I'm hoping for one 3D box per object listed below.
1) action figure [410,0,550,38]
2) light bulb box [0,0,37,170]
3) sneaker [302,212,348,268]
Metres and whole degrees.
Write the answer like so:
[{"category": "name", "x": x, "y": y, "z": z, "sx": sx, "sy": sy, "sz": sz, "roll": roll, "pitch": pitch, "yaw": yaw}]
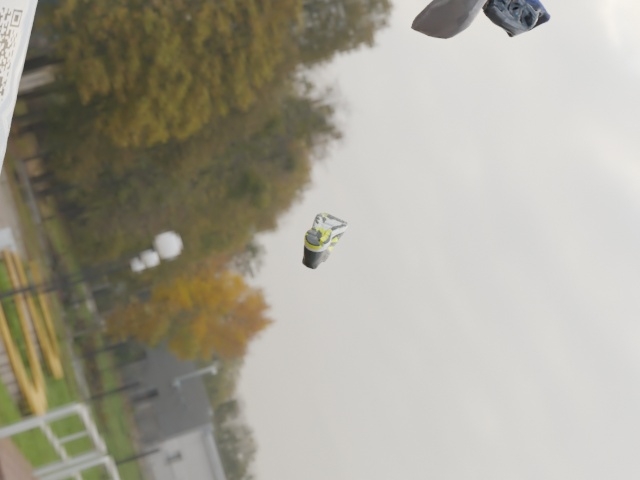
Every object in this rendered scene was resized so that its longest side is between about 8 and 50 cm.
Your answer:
[{"category": "action figure", "x": 0.098, "y": -0.269, "z": 0.786, "sx": 0.341, "sy": 0.178, "sz": 0.330, "roll": 47, "pitch": 33, "yaw": -26}, {"category": "light bulb box", "x": -0.362, "y": -0.047, "z": 0.662, "sx": 0.358, "sy": 0.225, "sz": 0.361, "roll": -13, "pitch": 119, "yaw": -70}, {"category": "sneaker", "x": 0.000, "y": 0.000, "z": 1.164, "sx": 0.083, "sy": 0.031, "sz": 0.035, "roll": -41, "pitch": 154, "yaw": -61}]
